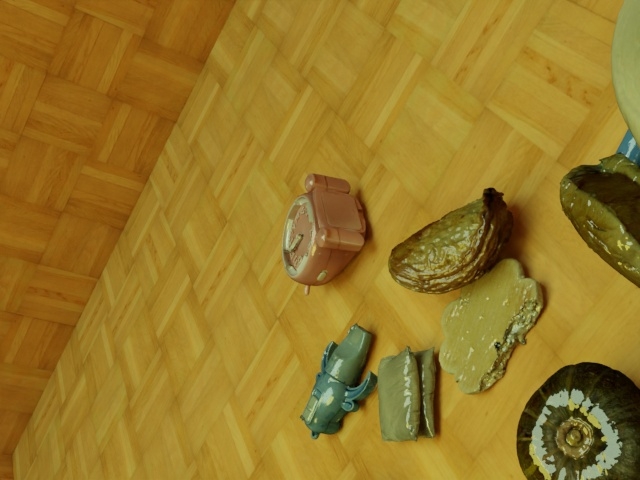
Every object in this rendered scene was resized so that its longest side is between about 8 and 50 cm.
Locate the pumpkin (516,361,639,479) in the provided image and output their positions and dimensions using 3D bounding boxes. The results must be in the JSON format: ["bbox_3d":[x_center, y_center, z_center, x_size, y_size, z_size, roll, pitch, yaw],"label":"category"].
[{"bbox_3d":[0.392,0.296,1.162,0.219,0.162,0.219,-8,73,27],"label":"pumpkin"}]

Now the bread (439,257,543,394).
[{"bbox_3d":[0.300,0.146,1.465,0.251,0.039,0.182,-61,33,17],"label":"bread"}]

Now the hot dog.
[{"bbox_3d":[0.247,0.015,1.498,0.259,0.114,0.175,-35,17,33],"label":"hot dog"}]

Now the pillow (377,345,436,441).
[{"bbox_3d":[0.164,0.303,1.559,0.134,0.078,0.181,-27,56,52],"label":"pillow"}]

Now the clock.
[{"bbox_3d":[0.000,0.000,1.912,0.241,0.142,0.227,-56,34,40],"label":"clock"}]

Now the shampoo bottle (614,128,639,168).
[{"bbox_3d":[0.544,-0.235,1.264,0.104,0.061,0.258,41,110,57],"label":"shampoo bottle"}]

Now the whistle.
[{"bbox_3d":[0.039,0.310,1.742,0.269,0.093,0.180,-62,34,4],"label":"whistle"}]

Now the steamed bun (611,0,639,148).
[{"bbox_3d":[0.542,-0.124,0.917,0.290,0.371,0.456,-53,33,22],"label":"steamed bun"}]

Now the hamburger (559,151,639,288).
[{"bbox_3d":[0.459,-0.021,1.156,0.132,0.211,0.309,-53,35,20],"label":"hamburger"}]
